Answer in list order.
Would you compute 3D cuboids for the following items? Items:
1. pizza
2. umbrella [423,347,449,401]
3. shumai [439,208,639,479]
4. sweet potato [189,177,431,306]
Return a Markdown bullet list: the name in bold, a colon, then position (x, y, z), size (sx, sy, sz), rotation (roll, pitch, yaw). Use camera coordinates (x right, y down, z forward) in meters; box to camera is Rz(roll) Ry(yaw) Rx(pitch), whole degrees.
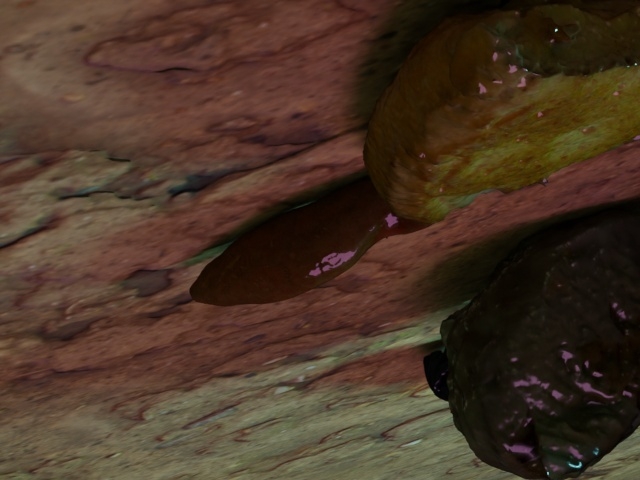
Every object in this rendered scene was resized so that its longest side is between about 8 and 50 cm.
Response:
- **pizza**: position (0.158, -0.094, 1.029), size (0.288, 0.075, 0.280), rotation (-16, 168, -19)
- **umbrella**: position (0.159, 0.131, 1.799), size (0.071, 0.071, 0.248), rotation (-24, 168, 16)
- **shumai**: position (0.183, 0.082, 1.524), size (0.256, 0.189, 0.218), rotation (-29, -172, -27)
- **sweet potato**: position (0.001, 0.001, 1.177), size (0.202, 0.058, 0.055), rotation (-24, 145, 17)
